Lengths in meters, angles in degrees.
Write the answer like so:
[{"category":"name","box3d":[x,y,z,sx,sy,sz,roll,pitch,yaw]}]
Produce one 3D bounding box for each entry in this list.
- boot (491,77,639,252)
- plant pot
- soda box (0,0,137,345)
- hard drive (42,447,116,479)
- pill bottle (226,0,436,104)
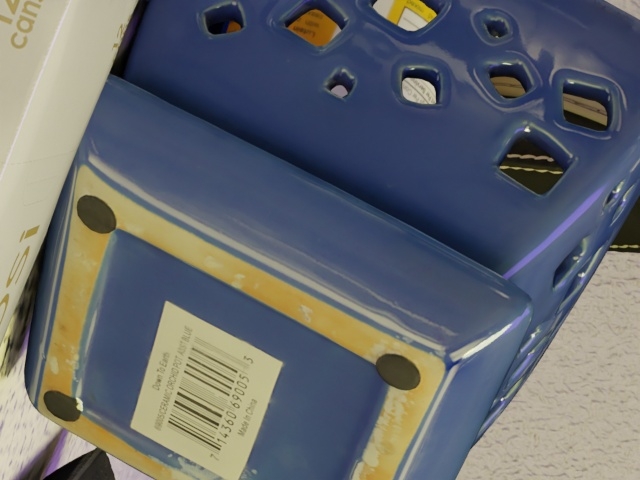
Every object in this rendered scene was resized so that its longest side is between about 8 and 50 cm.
[{"category":"boot","box3d":[0.036,0.034,1.162,0.284,0.377,0.138,-61,138,-22]},{"category":"plant pot","box3d":[0.000,0.000,0.855,0.212,0.236,0.236,-56,171,-42]},{"category":"soda box","box3d":[-0.111,0.037,0.367,0.069,0.074,0.216,-54,167,-82]},{"category":"hard drive","box3d":[-0.126,0.262,1.100,0.172,0.054,0.255,-59,135,-80]},{"category":"pill bottle","box3d":[0.008,-0.105,1.094,0.136,0.136,0.246,105,8,-76]}]
